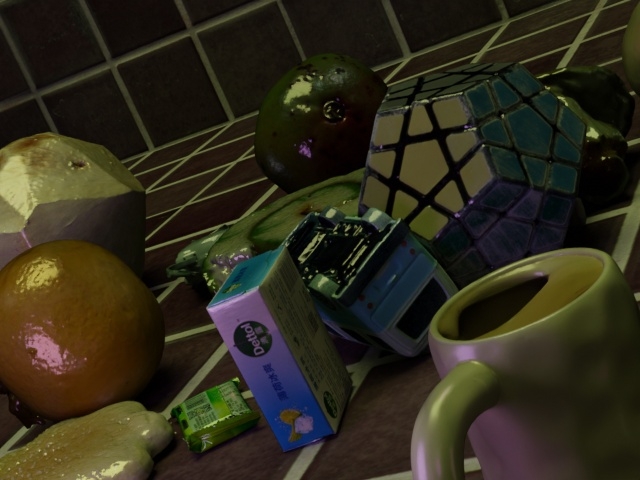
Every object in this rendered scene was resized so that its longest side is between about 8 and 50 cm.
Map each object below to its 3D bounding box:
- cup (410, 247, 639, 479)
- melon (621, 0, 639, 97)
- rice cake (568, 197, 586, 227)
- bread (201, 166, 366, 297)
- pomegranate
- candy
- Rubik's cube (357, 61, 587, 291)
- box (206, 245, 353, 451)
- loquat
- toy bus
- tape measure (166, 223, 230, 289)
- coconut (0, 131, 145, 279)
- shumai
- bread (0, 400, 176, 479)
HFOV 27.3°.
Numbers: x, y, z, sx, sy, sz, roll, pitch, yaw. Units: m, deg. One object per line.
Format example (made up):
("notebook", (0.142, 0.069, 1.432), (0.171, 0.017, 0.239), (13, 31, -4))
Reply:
("cup", (0.187, 0.146, 1.043), (0.173, 0.202, 0.255), (-18, 15, 24))
("melon", (0.584, -0.307, 1.994), (0.223, 0.223, 0.317), (-11, 17, 41))
("rice cake", (0.294, -0.034, 1.841), (0.036, 0.047, 0.207), (-24, 13, -33))
("bread", (0.000, 0.000, 2.025), (0.382, 0.129, 0.366), (-29, 15, -18))
("pomegranate", (0.001, -0.213, 2.505), (0.291, 0.290, 0.323), (-26, 14, -8))
("candy", (-0.134, 0.218, 1.656), (0.102, 0.032, 0.178), (-23, 12, -9))
("Rubik's cube", (0.192, -0.080, 1.697), (0.319, 0.319, 0.264), (-36, -3, -38))
("box", (-0.042, 0.123, 1.514), (0.073, 0.194, 0.139), (-22, 14, 18))
("loquat", (-0.356, 0.140, 1.869), (0.275, 0.275, 0.275), (-23, 14, 6))
("toy bus", (0.048, 0.056, 1.663), (0.133, 0.165, 0.271), (-51, 21, -13))
("tape measure", (-0.180, 0.019, 2.187), (0.164, 0.084, 0.330), (-27, -5, -4))
("coconut", (-0.502, -0.030, 2.470), (0.415, 0.415, 0.345), (-17, -28, 27))
("shumai", (0.364, -0.118, 1.920), (0.222, 0.203, 0.272), (-17, -20, 16))
("bread", (-0.331, 0.293, 1.664), (0.316, 0.054, 0.316), (-23, 16, 7))
